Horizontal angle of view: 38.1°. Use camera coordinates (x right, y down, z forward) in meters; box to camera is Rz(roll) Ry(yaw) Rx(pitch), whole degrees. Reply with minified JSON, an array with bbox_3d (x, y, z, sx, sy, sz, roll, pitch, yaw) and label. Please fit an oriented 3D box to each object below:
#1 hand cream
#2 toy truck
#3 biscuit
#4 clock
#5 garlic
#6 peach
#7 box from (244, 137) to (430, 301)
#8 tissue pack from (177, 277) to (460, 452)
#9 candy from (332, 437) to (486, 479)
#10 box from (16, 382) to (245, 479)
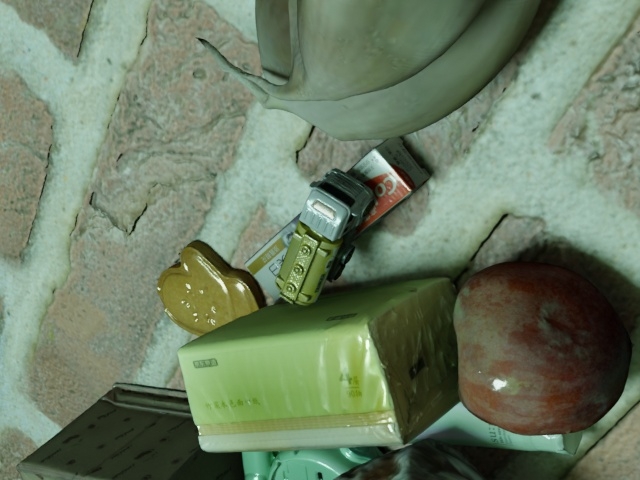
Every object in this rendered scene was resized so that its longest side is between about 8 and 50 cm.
[{"bbox_3d":[0.148,0.170,0.893,0.205,0.050,0.078,-3,104,38],"label":"hand cream"},{"bbox_3d":[0.000,0.000,0.831,0.052,0.063,0.123,33,128,14],"label":"toy truck"},{"bbox_3d":[-0.127,0.058,1.023,0.140,0.023,0.118,-2,114,34],"label":"biscuit"},{"bbox_3d":[0.015,0.273,1.022,0.211,0.066,0.159,9,120,28],"label":"clock"},{"bbox_3d":[0.023,-0.189,0.661,0.246,0.231,0.340,39,124,5],"label":"garlic"},{"bbox_3d":[0.188,0.094,0.781,0.152,0.152,0.152,15,122,26],"label":"peach"},{"bbox_3d":[0.010,-0.016,0.883,0.055,0.039,0.218,51,130,0],"label":"box"},{"bbox_3d":[0.008,0.118,0.873,0.234,0.159,0.125,-11,97,37],"label":"tissue pack"},{"bbox_3d":[0.129,0.316,0.865,0.157,0.214,0.289,-30,113,25],"label":"candy"},{"bbox_3d":[-0.188,0.354,1.118,0.225,0.190,0.297,0,115,31],"label":"box"}]
